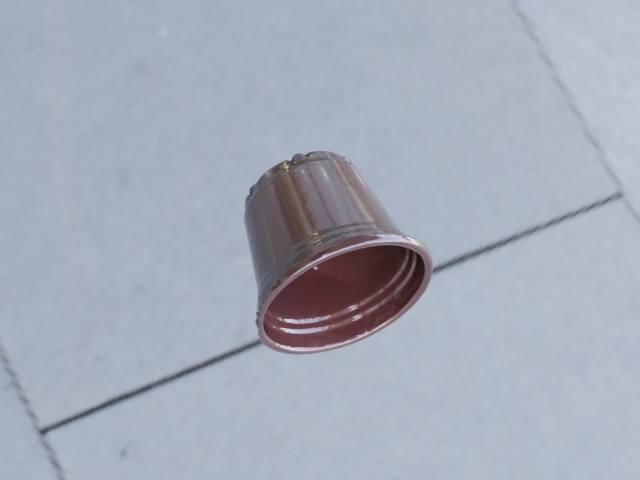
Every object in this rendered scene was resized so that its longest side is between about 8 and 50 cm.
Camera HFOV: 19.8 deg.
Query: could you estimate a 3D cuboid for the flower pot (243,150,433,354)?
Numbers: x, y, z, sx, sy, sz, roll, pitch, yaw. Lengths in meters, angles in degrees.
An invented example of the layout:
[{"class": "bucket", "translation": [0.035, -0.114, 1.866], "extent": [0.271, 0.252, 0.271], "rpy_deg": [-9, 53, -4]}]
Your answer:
[{"class": "flower pot", "translation": [0.000, 0.000, 1.080], "extent": [0.111, 0.111, 0.089], "rpy_deg": [-2, 52, -31]}]
